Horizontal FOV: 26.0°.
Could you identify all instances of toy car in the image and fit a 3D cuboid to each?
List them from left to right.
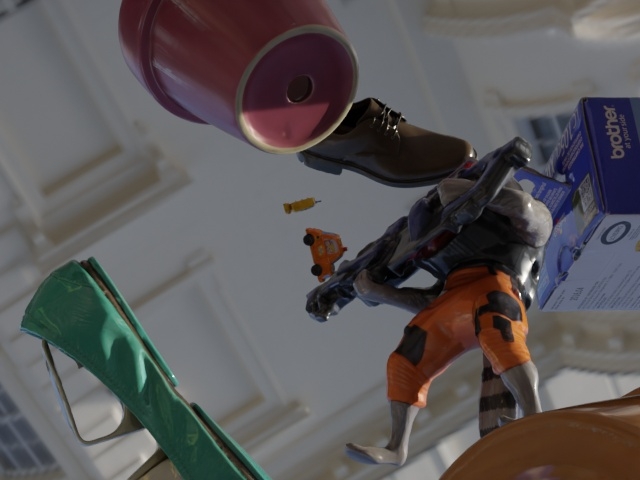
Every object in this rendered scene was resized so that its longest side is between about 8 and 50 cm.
[{"bbox_3d":[0.000,0.000,1.356,0.041,0.122,0.060,-14,-109,7],"label":"toy car"}]

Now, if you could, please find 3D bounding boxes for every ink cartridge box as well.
[{"bbox_3d":[0.392,-0.035,1.538,0.396,0.270,0.151,-2,-115,-8],"label":"ink cartridge box"}]

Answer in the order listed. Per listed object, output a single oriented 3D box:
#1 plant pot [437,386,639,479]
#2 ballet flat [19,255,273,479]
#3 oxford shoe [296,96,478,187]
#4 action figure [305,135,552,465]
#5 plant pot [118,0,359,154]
[{"bbox_3d":[0.173,0.197,0.693,0.291,0.203,0.290,-16,-113,43],"label":"plant pot"},{"bbox_3d":[-0.116,0.127,0.941,0.087,0.247,0.083,-39,177,-8],"label":"ballet flat"},{"bbox_3d":[0.081,-0.123,1.693,0.227,0.096,0.082,8,-133,6],"label":"oxford shoe"},{"bbox_3d":[0.124,0.069,1.341,0.341,0.178,0.330,-33,-146,51],"label":"action figure"},{"bbox_3d":[-0.063,-0.178,1.287,0.201,0.201,0.180,-33,-136,-10],"label":"plant pot"}]
